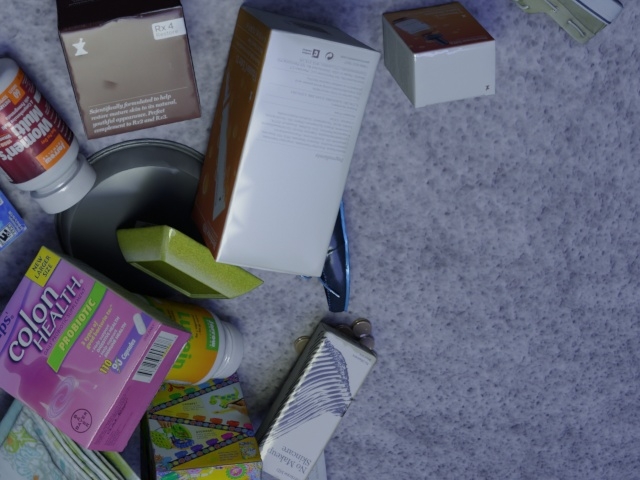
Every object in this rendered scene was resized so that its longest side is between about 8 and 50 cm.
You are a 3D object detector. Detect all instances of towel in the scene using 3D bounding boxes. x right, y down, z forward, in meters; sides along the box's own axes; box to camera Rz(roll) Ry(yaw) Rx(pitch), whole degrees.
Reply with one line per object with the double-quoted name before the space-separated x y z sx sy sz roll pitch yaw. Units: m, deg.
"towel" -0.434 0.435 1.881 0.320 0.090 0.374 48 133 9

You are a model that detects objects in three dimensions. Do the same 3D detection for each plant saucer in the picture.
"plant saucer" -0.213 0.042 1.741 0.188 0.188 0.045 33 71 -29

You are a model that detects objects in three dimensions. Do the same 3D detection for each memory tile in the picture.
"memory tile" 0.029 0.206 2.070 0.148 0.012 0.113 -16 123 -4

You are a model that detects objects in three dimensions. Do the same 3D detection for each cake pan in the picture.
"cake pan" -0.281 -0.022 1.823 0.293 0.054 0.293 -7 122 -11

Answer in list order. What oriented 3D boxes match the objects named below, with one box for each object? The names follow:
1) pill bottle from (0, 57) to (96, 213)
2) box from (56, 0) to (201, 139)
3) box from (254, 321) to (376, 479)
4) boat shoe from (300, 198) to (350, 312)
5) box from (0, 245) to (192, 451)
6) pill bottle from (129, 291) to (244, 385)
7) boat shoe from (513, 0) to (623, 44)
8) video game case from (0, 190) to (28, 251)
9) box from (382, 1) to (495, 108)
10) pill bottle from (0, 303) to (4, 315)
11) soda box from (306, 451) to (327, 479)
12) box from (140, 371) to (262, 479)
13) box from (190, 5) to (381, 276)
"pill bottle" -0.436 -0.151 1.662 0.121 0.121 0.221 -32 123 5
"box" -0.273 -0.272 1.583 0.168 0.203 0.167 -12 123 -7
"box" -0.018 0.292 1.998 0.113 0.094 0.275 28 92 -10
"boat shoe" 0.000 0.000 1.899 0.089 0.109 0.258 -8 106 -2
"box" -0.360 0.164 1.696 0.213 0.243 0.117 -59 159 -2
"pill bottle" -0.245 0.169 1.868 0.245 0.136 0.136 17 118 -50
"boat shoe" 0.343 -0.393 1.733 0.302 0.109 0.094 23 114 -29
"video game case" -0.605 -0.042 1.657 0.244 0.061 0.269 -44 126 -20
"box" 0.179 -0.286 1.714 0.130 0.170 0.091 -11 123 -9
"pill bottle" -0.584 0.170 1.835 0.094 0.094 0.169 24 112 -26
"soda box" -0.030 0.401 2.136 0.069 0.074 0.216 -11 123 -7
"box" -0.217 0.413 1.972 0.177 0.279 0.290 -3 121 -13
"box" -0.061 -0.150 1.673 0.168 0.215 0.345 9 106 -20
